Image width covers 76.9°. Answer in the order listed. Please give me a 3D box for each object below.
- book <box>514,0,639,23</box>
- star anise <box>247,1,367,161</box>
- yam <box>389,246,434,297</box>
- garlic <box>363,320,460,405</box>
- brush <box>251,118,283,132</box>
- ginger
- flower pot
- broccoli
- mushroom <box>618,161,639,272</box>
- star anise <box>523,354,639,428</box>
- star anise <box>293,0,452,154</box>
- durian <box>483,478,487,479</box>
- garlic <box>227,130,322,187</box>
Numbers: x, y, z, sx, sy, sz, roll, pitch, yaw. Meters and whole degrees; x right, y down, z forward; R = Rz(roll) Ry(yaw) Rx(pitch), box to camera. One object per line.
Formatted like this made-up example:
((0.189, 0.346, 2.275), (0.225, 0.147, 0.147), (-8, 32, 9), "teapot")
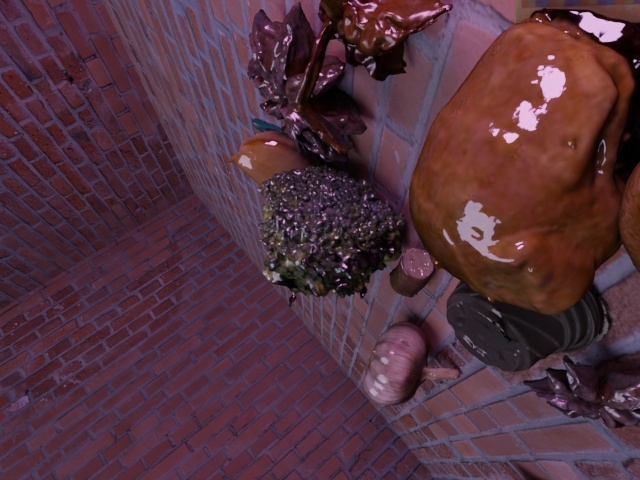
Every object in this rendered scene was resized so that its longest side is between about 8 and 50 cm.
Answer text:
((0.229, -0.269, 0.311), (0.168, 0.013, 0.192), (35, 154, 47), "book")
((-0.041, -0.287, 0.787), (0.332, 0.118, 0.331), (43, 162, 17), "star anise")
((0.204, 0.074, 0.900), (0.084, 0.084, 0.127), (48, 164, 17), "yam")
((0.260, 0.352, 1.121), (0.254, 0.244, 0.245), (15, 150, 12), "garlic")
((-0.160, -0.317, 1.165), (0.193, 0.032, 0.043), (33, 153, 44), "brush")
((0.199, -0.065, 0.431), (0.269, 0.223, 0.200), (55, 176, -27), "ginger")
((0.298, 0.114, 0.641), (0.235, 0.141, 0.235), (44, 158, 23), "flower pot")
((-0.011, -0.002, 0.892), (0.348, 0.293, 0.280), (37, 152, 27), "broccoli")
((0.363, 0.013, 0.255), (0.297, 0.163, 0.278), (40, 146, 18), "mushroom")
((0.423, 0.240, 0.605), (0.183, 0.065, 0.195), (18, 145, 8), "star anise")
((0.048, -0.269, 0.545), (0.237, 0.148, 0.346), (48, 149, 29), "star anise")
((0.603, 0.753, 1.059), (0.196, 0.185, 0.305), (40, 172, -21), "durian")
((-0.077, -0.132, 1.050), (0.338, 0.196, 0.151), (60, 178, -26), "garlic")
